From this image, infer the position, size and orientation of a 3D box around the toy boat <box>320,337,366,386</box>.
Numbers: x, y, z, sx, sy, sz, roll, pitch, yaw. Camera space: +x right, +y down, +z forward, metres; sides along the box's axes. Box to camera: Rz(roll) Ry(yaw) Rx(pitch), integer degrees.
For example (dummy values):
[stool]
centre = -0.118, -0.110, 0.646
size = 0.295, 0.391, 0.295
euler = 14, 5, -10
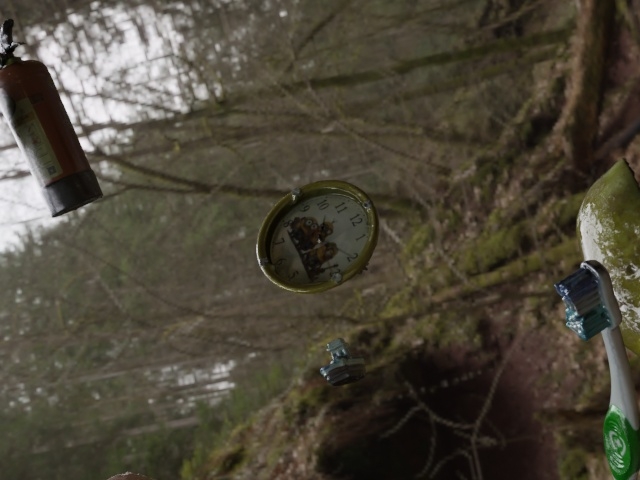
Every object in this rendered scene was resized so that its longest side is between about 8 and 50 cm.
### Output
[toy boat]
centre = 0.031, 0.174, 1.343
size = 0.066, 0.059, 0.140
euler = 68, -169, 14

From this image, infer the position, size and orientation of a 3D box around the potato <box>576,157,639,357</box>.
[potato]
centre = 0.370, 0.048, 1.094
size = 0.271, 0.111, 0.160
euler = 65, -167, 11

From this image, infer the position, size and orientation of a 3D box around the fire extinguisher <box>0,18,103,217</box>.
[fire extinguisher]
centre = -0.574, -0.228, 1.843
size = 0.113, 0.200, 0.376
euler = -28, -83, -54

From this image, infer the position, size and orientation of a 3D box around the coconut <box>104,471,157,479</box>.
[coconut]
centre = -0.348, 0.596, 1.803
size = 0.254, 0.297, 0.297
euler = -41, -54, -37

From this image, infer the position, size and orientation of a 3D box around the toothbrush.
[toothbrush]
centre = 0.267, 0.180, 0.813
size = 0.042, 0.040, 0.418
euler = 43, 162, 54

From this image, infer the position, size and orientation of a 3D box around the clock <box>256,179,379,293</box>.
[clock]
centre = 0.000, 0.000, 1.676
size = 0.057, 0.237, 0.237
euler = 55, -157, -51
